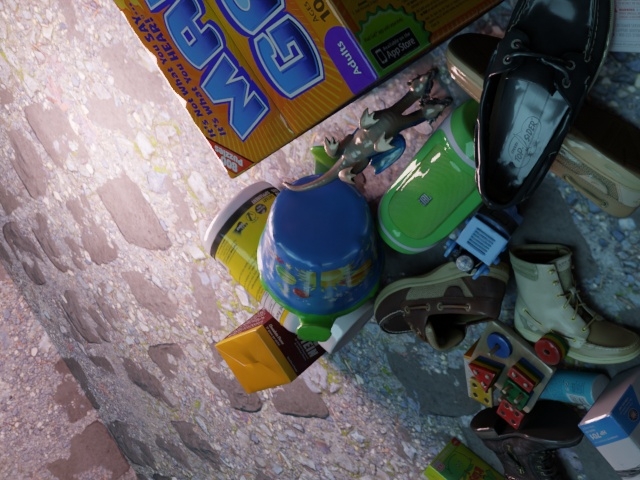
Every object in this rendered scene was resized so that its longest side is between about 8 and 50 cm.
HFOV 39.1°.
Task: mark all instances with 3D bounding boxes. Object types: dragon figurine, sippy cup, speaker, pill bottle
[{"bbox_3d":[0.080,-0.153,1.419,0.289,0.144,0.085,-41,82,32],"label":"dragon figurine"},{"bbox_3d":[0.000,0.000,1.545,0.305,0.240,0.224,57,171,16],"label":"sippy cup"},{"bbox_3d":[0.195,-0.092,1.404,0.131,0.131,0.296,47,144,7],"label":"speaker"},{"bbox_3d":[-0.051,0.056,1.745,0.334,0.188,0.188,42,143,12],"label":"pill bottle"}]

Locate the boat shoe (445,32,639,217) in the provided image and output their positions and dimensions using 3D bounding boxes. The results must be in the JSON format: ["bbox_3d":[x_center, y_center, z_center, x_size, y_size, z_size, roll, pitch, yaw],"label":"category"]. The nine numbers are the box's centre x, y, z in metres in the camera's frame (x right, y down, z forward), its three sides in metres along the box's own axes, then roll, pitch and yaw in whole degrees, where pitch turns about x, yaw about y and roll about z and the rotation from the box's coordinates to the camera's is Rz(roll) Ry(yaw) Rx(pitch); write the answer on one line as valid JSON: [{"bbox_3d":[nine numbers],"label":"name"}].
[{"bbox_3d":[0.301,-0.156,1.235,0.341,0.121,0.110,40,142,14],"label":"boat shoe"}]

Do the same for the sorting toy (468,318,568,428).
[{"bbox_3d":[0.304,0.221,1.496,0.132,0.046,0.274,41,145,23],"label":"sorting toy"}]

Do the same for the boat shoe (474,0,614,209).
[{"bbox_3d":[0.259,-0.187,1.092,0.127,0.113,0.340,26,120,11],"label":"boat shoe"}]

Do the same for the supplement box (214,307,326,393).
[{"bbox_3d":[-0.078,0.203,1.892,0.129,0.194,0.191,56,144,-5],"label":"supplement box"}]

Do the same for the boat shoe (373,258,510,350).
[{"bbox_3d":[0.197,0.129,1.548,0.123,0.123,0.342,16,156,-27],"label":"boat shoe"}]

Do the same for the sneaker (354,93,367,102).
[{"bbox_3d":[-0.044,-0.259,1.537,0.275,0.110,0.107,2,121,48],"label":"sneaker"}]

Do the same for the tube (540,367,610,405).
[{"bbox_3d":[0.395,0.244,1.537,0.207,0.052,0.080,-1,114,54],"label":"tube"}]

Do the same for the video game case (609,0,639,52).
[{"bbox_3d":[0.379,-0.342,1.044,0.269,0.061,0.244,14,130,41],"label":"video game case"}]

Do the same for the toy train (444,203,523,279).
[{"bbox_3d":[0.256,-0.013,1.365,0.080,0.184,0.105,39,123,8],"label":"toy train"}]

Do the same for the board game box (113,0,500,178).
[{"bbox_3d":[-0.014,-0.361,1.206,0.356,0.356,0.356,57,144,-6],"label":"board game box"}]

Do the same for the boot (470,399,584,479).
[{"bbox_3d":[0.411,0.405,1.635,0.263,0.091,0.229,-10,117,55],"label":"boot"}]

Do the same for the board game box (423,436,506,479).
[{"bbox_3d":[0.307,0.487,1.796,0.181,0.092,0.043,37,140,20],"label":"board game box"}]

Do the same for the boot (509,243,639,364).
[{"bbox_3d":[0.390,0.094,1.391,0.213,0.077,0.165,16,128,40],"label":"boot"}]

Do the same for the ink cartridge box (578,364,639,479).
[{"bbox_3d":[0.509,0.306,1.380,0.190,0.139,0.082,51,143,1],"label":"ink cartridge box"}]

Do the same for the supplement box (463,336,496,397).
[{"bbox_3d":[0.292,0.232,1.623,0.036,0.062,0.098,15,131,38],"label":"supplement box"}]
